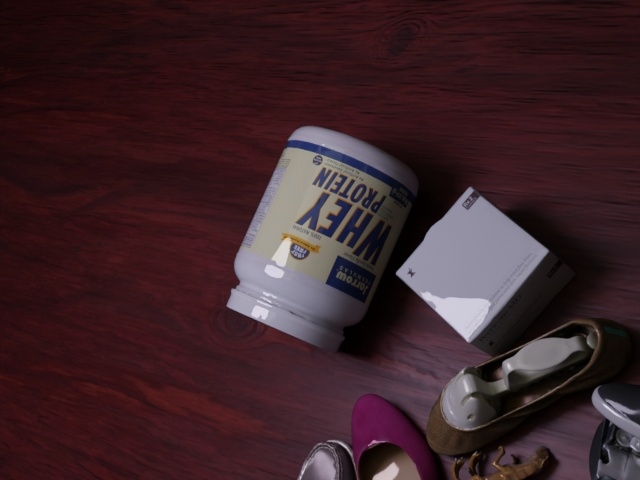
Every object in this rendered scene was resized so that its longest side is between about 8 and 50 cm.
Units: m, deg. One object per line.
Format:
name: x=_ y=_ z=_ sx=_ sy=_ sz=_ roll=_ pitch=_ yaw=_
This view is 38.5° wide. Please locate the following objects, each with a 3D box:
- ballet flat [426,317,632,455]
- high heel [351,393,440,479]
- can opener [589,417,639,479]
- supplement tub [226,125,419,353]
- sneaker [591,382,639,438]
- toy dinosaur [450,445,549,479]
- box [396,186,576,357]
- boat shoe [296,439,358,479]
ballet flat: x=0.273 y=0.201 z=1.301 sx=0.342 sy=0.124 sz=0.116 roll=-29 pitch=56 yaw=23
high heel: x=0.099 y=0.375 z=1.315 sx=0.127 sy=0.181 sz=0.377 roll=-37 pitch=54 yaw=18
can opener: x=0.367 y=0.338 z=1.150 sx=0.074 sy=0.093 sz=0.280 roll=27 pitch=49 yaw=6
supplement tub: x=0.000 y=0.000 z=1.512 sx=0.235 sy=0.235 sz=0.324 roll=19 pitch=83 yaw=39
sneaker: x=0.489 y=0.189 z=1.128 sx=0.296 sy=0.105 sz=0.146 roll=14 pitch=115 yaw=33
toy dinosaur: x=0.234 y=0.362 z=1.301 sx=0.211 sy=0.064 sz=0.112 roll=-52 pitch=52 yaw=7
box: x=0.248 y=0.050 z=1.387 sx=0.181 sy=0.119 sz=0.182 roll=-50 pitch=51 yaw=8
boat shoe: x=-0.020 y=0.466 z=1.417 sx=0.117 sy=0.097 sz=0.324 roll=4 pitch=73 yaw=37
